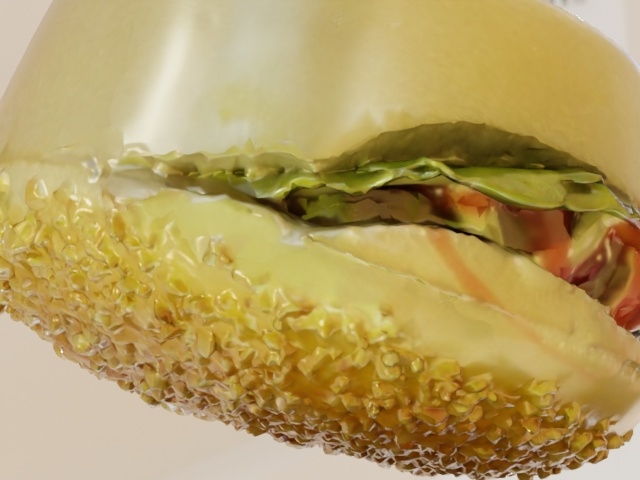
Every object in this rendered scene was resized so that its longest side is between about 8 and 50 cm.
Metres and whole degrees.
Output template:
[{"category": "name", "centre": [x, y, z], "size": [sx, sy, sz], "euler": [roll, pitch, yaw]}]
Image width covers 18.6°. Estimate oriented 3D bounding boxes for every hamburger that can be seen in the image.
[{"category": "hamburger", "centre": [0.000, 0.000, 0.777], "size": [0.302, 0.302, 0.170], "euler": [35, -118, -60]}]
